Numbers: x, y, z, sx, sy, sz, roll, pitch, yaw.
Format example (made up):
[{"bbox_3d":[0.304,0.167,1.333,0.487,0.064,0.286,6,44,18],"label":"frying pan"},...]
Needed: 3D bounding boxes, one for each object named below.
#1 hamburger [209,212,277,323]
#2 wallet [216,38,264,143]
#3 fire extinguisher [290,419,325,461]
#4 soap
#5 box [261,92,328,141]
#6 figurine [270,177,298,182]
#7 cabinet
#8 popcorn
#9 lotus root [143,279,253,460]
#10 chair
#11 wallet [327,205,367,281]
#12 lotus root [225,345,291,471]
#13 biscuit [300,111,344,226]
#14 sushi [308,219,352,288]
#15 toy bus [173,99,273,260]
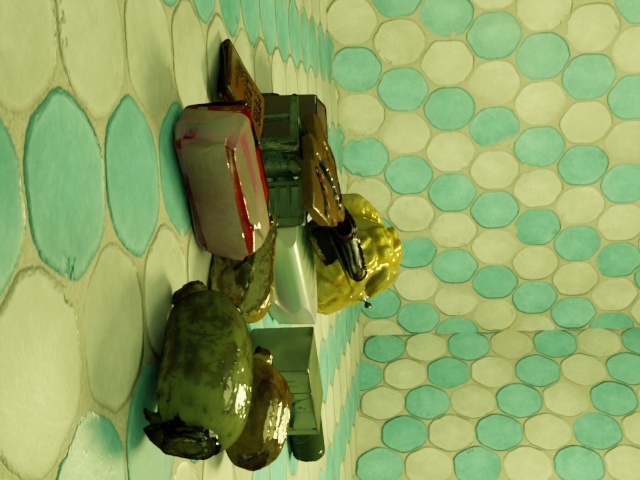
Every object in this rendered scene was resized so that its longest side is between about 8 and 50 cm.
[{"bbox_3d":[-0.140,0.057,1.693,0.131,0.124,0.262,79,12,-48],"label":"hamburger"},{"bbox_3d":[-0.162,-0.301,1.793,0.196,0.041,0.161,-91,161,-48],"label":"wallet"},{"bbox_3d":[-0.042,0.450,2.343,0.095,0.114,0.311,-24,119,-32],"label":"fire extinguisher"},{"bbox_3d":[-0.082,0.051,2.152,0.208,0.114,0.347,-84,169,-46],"label":"soap"},{"bbox_3d":[-0.064,-0.278,2.263,0.252,0.153,0.188,11,77,-83],"label":"box"},{"bbox_3d":[-0.091,-0.098,2.244,0.195,0.111,0.102,89,11,-57],"label":"figurine"},{"bbox_3d":[-0.080,0.322,1.965,0.150,0.144,0.206,-83,168,-55],"label":"cabinet"},{"bbox_3d":[0.060,0.035,2.578,0.382,0.348,0.349,63,4,10],"label":"popcorn"},{"bbox_3d":[-0.176,0.181,1.315,0.173,0.173,0.309,79,5,-47],"label":"lotus root"},{"bbox_3d":[-0.106,-0.180,1.971,0.147,0.136,0.271,70,19,-65],"label":"chair"},{"bbox_3d":[0.040,-0.043,2.300,0.262,0.071,0.221,57,-5,32],"label":"wallet"},{"bbox_3d":[-0.124,0.323,1.710,0.145,0.128,0.260,64,21,-47],"label":"lotus root"},{"bbox_3d":[0.005,-0.132,1.990,0.301,0.043,0.278,-77,153,-59],"label":"biscuit"},{"bbox_3d":[0.000,0.000,2.179,0.290,0.050,0.264,67,-1,-71],"label":"sushi"},{"bbox_3d":[-0.168,-0.102,1.547,0.147,0.127,0.303,-77,165,-46],"label":"toy bus"}]
